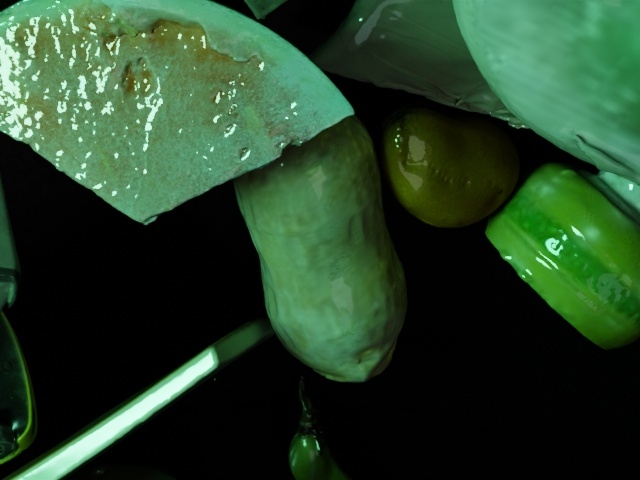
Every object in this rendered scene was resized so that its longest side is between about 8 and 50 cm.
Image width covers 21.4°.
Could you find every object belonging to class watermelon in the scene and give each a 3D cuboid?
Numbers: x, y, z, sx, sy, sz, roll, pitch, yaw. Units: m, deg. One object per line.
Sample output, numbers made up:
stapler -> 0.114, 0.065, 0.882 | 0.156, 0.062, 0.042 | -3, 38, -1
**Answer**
watermelon -> -0.145, -0.111, 1.295 | 0.260, 0.176, 0.256 | 39, 144, -11

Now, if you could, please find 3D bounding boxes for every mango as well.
mango -> 0.103, -0.067, 1.484 | 0.159, 0.084, 0.105 | 17, 93, -37

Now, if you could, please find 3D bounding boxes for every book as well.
book -> -0.219, 0.189, 1.521 | 0.389, 0.032, 0.269 | -34, 178, 10

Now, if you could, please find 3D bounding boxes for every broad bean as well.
broad bean -> 0.027, 0.268, 1.773 | 0.075, 0.067, 0.325 | -34, 135, -1

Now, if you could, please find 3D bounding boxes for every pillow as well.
pillow -> 0.138, -0.184, 1.416 | 0.270, 0.067, 0.173 | 13, 119, -32

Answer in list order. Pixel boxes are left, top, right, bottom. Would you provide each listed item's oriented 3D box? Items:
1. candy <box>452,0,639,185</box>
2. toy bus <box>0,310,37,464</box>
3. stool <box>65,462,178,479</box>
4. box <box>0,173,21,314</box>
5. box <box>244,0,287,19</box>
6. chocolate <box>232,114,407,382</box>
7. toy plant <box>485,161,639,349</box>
candy -> 0.308, -0.199, 1.298 | 0.427, 0.186, 0.386 | 12, 134, -15
toy bus -> -0.405, 0.175, 1.470 | 0.330, 0.144, 0.152 | -18, 155, -5
stool -> -0.204, 0.375, 1.703 | 0.179, 0.179, 0.264 | -7, 132, -15
box -> -0.339, -0.005, 1.264 | 0.188, 0.252, 0.153 | 4, 129, -25
box -> -0.008, -0.305, 1.198 | 0.231, 0.155, 0.149 | -34, 136, 9
chocolate -> 0.000, 0.000, 1.486 | 0.134, 0.134, 0.309 | -20, 129, -3
toy plant -> 0.314, -0.062, 1.532 | 0.224, 0.184, 0.316 | 38, 100, -25
